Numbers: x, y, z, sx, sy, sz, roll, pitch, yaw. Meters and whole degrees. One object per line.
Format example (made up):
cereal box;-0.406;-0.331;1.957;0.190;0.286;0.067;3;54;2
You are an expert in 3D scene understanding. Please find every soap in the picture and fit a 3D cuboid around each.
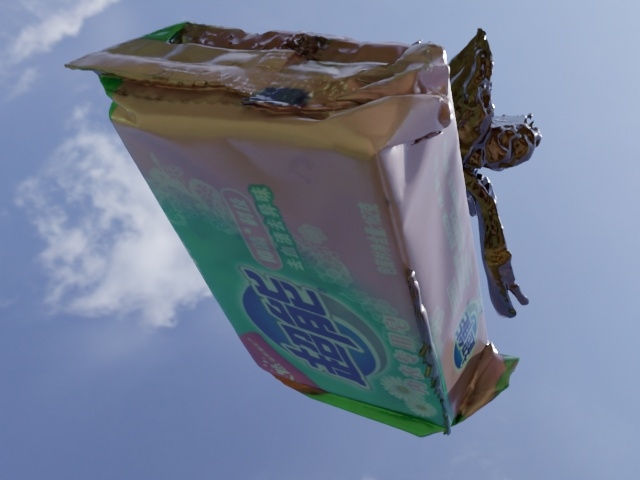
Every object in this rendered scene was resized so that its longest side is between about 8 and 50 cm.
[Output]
soap;0.001;-0.002;0.448;0.217;0.273;0.098;16;-124;29

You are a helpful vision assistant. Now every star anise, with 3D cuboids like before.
star anise;0.188;-0.074;0.915;0.148;0.237;0.347;-18;-99;65
